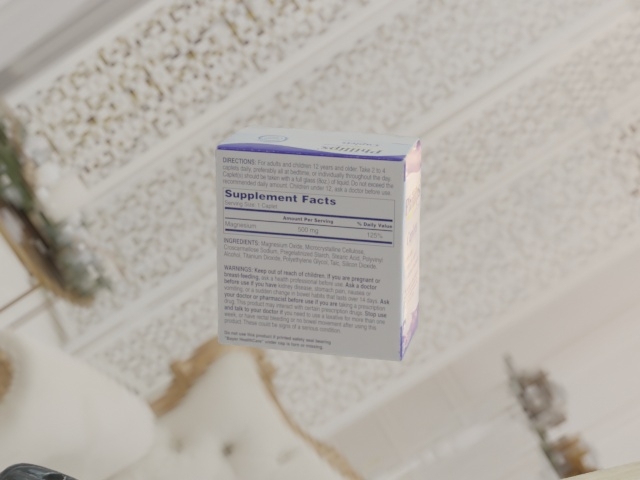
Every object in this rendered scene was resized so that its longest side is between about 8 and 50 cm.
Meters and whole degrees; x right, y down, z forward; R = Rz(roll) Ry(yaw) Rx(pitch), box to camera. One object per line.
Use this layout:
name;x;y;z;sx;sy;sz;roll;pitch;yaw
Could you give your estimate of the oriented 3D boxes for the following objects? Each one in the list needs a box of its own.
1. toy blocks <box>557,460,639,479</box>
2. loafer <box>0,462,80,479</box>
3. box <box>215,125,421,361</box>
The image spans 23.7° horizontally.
toy blocks;0.189;0.252;0.629;0.260;0.309;0.288;-7;50;-35
loafer;-0.086;0.200;0.747;0.223;0.078;0.076;43;36;-6
box;0.000;0.000;1.003;0.072;0.126;0.137;-49;142;-68
